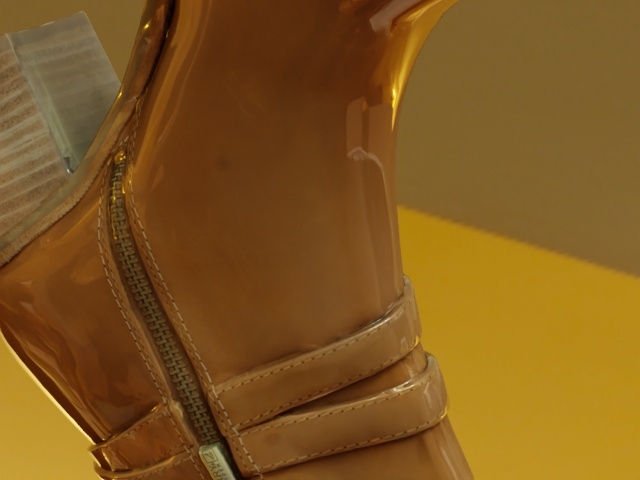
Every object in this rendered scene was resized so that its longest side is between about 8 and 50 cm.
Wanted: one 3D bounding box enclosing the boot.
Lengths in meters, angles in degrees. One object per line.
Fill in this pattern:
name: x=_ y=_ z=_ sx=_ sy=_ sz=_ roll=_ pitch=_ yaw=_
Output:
boot: x=0.000 y=0.000 z=0.516 sx=0.283 sy=0.109 sz=0.220 roll=-24 pitch=-83 yaw=27
